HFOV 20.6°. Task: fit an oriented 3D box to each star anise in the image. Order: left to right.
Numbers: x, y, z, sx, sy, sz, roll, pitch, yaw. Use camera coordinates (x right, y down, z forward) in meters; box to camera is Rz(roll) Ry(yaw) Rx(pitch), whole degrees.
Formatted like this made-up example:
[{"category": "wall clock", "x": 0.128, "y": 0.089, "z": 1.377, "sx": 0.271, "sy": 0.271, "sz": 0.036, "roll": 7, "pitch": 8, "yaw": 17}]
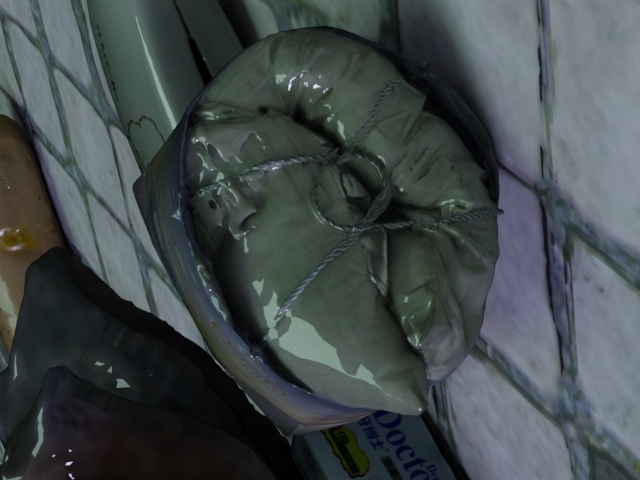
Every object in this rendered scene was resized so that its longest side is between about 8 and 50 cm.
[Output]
[{"category": "star anise", "x": -0.036, "y": 0.151, "z": 0.687, "sx": 0.332, "sy": 0.117, "sz": 0.332, "roll": 60, "pitch": 179, "yaw": 1}]

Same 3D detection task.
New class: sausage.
[{"category": "sausage", "x": -0.170, "y": 0.062, "z": 1.115, "sx": 0.066, "sy": 0.065, "sz": 0.301, "roll": 14, "pitch": 124, "yaw": 67}]

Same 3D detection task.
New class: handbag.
[{"category": "handbag", "x": 0.000, "y": 0.000, "z": 0.556, "sx": 0.117, "sy": 0.095, "sz": 0.173, "roll": 57, "pitch": 168, "yaw": 1}]

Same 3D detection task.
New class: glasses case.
[{"category": "glasses case", "x": -0.041, "y": -0.028, "z": 0.680, "sx": 0.193, "sy": 0.049, "sz": 0.074, "roll": 66, "pitch": 160, "yaw": -3}]

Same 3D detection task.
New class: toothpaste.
[{"category": "toothpaste", "x": 0.048, "y": 0.129, "z": 0.634, "sx": 0.164, "sy": 0.046, "sz": 0.034, "roll": 59, "pitch": 163, "yaw": 20}]
